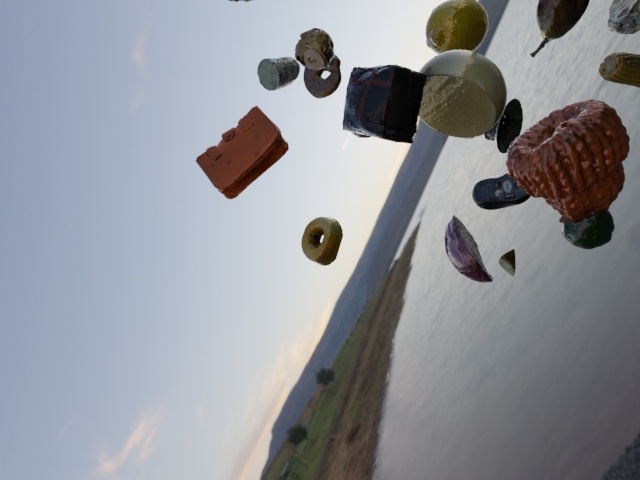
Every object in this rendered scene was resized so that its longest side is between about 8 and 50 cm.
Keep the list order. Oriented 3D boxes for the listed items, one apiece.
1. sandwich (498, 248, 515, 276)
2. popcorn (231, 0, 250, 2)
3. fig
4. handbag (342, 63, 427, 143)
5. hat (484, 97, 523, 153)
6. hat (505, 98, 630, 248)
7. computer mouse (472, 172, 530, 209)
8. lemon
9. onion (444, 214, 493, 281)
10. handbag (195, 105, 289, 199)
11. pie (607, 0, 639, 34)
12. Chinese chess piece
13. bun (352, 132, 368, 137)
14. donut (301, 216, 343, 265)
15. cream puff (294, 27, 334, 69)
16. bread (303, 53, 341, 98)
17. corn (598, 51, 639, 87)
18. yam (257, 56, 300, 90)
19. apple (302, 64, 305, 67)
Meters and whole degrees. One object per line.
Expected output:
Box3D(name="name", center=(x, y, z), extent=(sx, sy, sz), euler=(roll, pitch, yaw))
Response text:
Box3D(name="sandwich", center=(0.523, 0.058, 1.186), extent=(0.031, 0.044, 0.083), euler=(81, -159, -45))
Box3D(name="popcorn", center=(-0.262, -0.910, 1.352), extent=(0.279, 0.335, 0.274), euler=(-44, 27, 45))
Box3D(name="fig", center=(0.843, -0.790, 1.536), extent=(0.274, 0.170, 0.146), euler=(96, 156, -54))
Box3D(name="handbag", center=(0.146, -0.331, 1.014), extent=(0.215, 0.155, 0.169), euler=(40, 122, 58))
Box3D(name="hat", center=(0.842, -0.541, 2.009), extent=(0.265, 0.128, 0.266), euler=(-16, -67, -43))
Box3D(name="hat", center=(0.718, -0.156, 1.151), extent=(0.285, 0.400, 0.285), euler=(-37, 7, 6))
Box3D(name="computer mouse", center=(0.754, -0.200, 1.759), extent=(0.096, 0.233, 0.137), euler=(44, -132, -53))
Box3D(name="lemon", center=(0.553, -0.862, 1.726), extent=(0.288, 0.233, 0.234), euler=(-27, -29, -26))
Box3D(name="onion", center=(0.522, 0.040, 1.586), extent=(0.111, 0.247, 0.250), euler=(-30, 50, 26))
Box3D(name="handbag", center=(-0.375, -0.422, 2.032), extent=(0.410, 0.303, 0.116), euler=(-41, -28, 2))
Box3D(name="pie", center=(1.158, -0.863, 1.460), extent=(0.339, 0.077, 0.339), euler=(-54, 12, 17))
Box3D(name="Chinese chess piece", center=(0.370, -0.387, 1.138), extent=(0.097, 0.250, 0.251), euler=(-60, -11, -17))
Box3D(name="bun", center=(0.196, -0.570, 2.096), extent=(0.166, 0.173, 0.113), euler=(-27, -27, -58))
Box3D(name="donut", center=(-0.001, -0.001, 1.611), extent=(0.074, 0.174, 0.190), euler=(10, -62, -45))
Box3D(name="cream puff", center=(-0.013, -0.585, 1.286), extent=(0.133, 0.119, 0.104), euler=(127, 164, -71))
Box3D(name="bread", center=(0.010, -0.695, 1.782), extent=(0.064, 0.193, 0.193), euler=(-15, -51, -61))
Box3D(name="corn", center=(0.716, -0.380, 0.953), extent=(0.068, 0.207, 0.068), euler=(-178, 90, -71))
Box3D(name="yam", center=(-0.142, -0.575, 1.457), extent=(0.183, 0.107, 0.107), euler=(-48, -20, -53))
Box3D(name="apple", center=(-0.039, -1.074, 2.440), extent=(0.181, 0.168, 0.181), euler=(-27, -42, -27))
